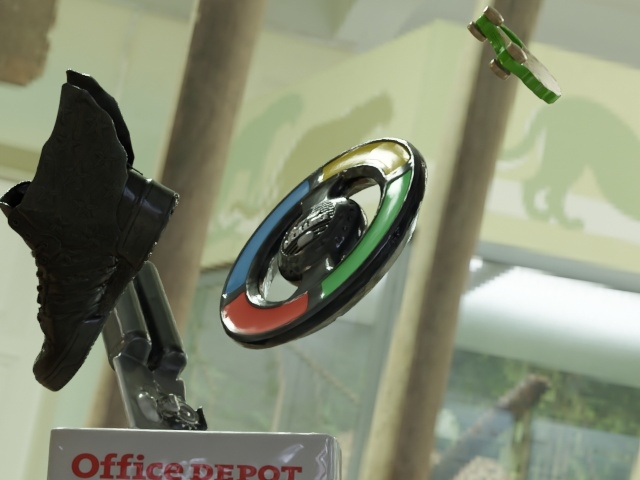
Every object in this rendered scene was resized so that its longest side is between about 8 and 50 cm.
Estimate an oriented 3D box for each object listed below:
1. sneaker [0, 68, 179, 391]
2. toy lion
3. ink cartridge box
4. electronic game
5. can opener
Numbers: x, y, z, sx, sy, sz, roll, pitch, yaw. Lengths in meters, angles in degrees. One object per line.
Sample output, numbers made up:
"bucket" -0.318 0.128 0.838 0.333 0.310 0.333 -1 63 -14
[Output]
"sneaker" -0.141 -0.002 0.796 0.089 0.170 0.051 30 21 -11
"toy lion" 0.203 -0.182 1.464 0.096 0.100 0.034 24 -59 -41
"ink cartridge box" -0.089 0.270 0.993 0.201 0.278 0.117 1 -14 3
"electronic game" 0.000 0.000 1.242 0.048 0.229 0.229 45 -27 -24
"can opener" -0.173 0.117 1.310 0.076 0.095 0.283 27 20 -31
